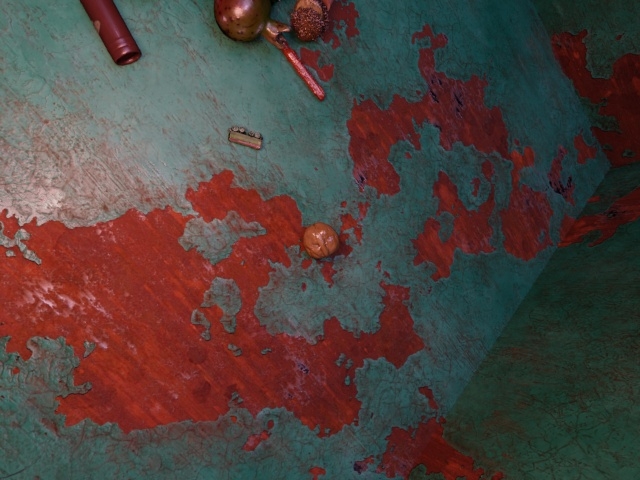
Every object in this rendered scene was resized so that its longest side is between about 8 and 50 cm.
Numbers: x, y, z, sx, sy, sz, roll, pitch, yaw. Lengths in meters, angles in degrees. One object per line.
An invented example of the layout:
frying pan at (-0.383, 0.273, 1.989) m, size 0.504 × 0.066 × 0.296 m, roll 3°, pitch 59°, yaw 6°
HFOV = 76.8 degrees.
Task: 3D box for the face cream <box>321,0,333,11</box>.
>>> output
face cream at (-0.006, -1.107, 1.803) m, size 0.149 × 0.149 × 0.104 m, roll 31°, pitch 73°, yaw -23°

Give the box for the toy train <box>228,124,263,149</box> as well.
toy train at (-0.307, -0.423, 1.653) m, size 0.148 × 0.038 × 0.070 m, roll 12°, pitch 80°, yaw -27°

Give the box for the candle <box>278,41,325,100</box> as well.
candle at (-0.085, -0.763, 1.795) m, size 0.051 × 0.048 × 0.329 m, roll -45°, pitch 108°, yaw -10°

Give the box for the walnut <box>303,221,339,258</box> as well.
walnut at (0.000, 0.000, 1.735) m, size 0.167 × 0.149 × 0.166 m, roll -4°, pitch 115°, yaw -8°

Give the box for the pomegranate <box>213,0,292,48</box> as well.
pomegranate at (-0.266, -0.901, 1.600) m, size 0.306 × 0.242 × 0.242 m, roll 3°, pitch 85°, yaw -26°

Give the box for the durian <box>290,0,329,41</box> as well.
durian at (-0.039, -0.962, 1.774) m, size 0.196 × 0.167 × 0.196 m, roll -9°, pitch 105°, yaw -39°

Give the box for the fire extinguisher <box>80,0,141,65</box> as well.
fire extinguisher at (-0.771, -0.786, 1.399) m, size 0.138 × 0.102 × 0.344 m, roll -26°, pitch 101°, yaw 7°
